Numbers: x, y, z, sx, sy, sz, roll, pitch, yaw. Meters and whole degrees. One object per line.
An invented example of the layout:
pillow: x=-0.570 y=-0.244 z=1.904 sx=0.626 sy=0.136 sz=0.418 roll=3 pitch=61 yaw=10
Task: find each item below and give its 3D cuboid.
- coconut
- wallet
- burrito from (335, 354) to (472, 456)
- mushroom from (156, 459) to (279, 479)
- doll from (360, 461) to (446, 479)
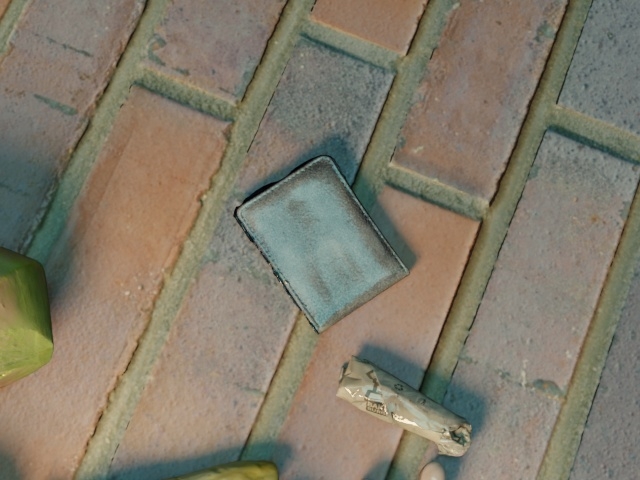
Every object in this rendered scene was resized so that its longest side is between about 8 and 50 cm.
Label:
coconut: x=-0.448 y=0.099 z=1.576 sx=0.235 sy=0.236 sz=0.205 roll=27 pitch=41 yaw=4
wallet: x=0.000 y=0.001 z=1.719 sx=0.167 sy=0.036 sz=0.222 roll=-34 pitch=81 yaw=-12
burrito: x=0.113 y=0.226 z=1.653 sx=0.203 sy=0.064 sz=0.064 roll=29 pitch=75 yaw=6
mushroom: x=-0.213 y=0.361 z=1.585 sx=0.333 sy=0.087 sz=0.107 roll=-9 pitch=77 yaw=-9
doll: x=0.108 y=0.385 z=1.610 sx=0.161 sy=0.059 sz=0.160 roll=-14 pitch=75 yaw=-8
